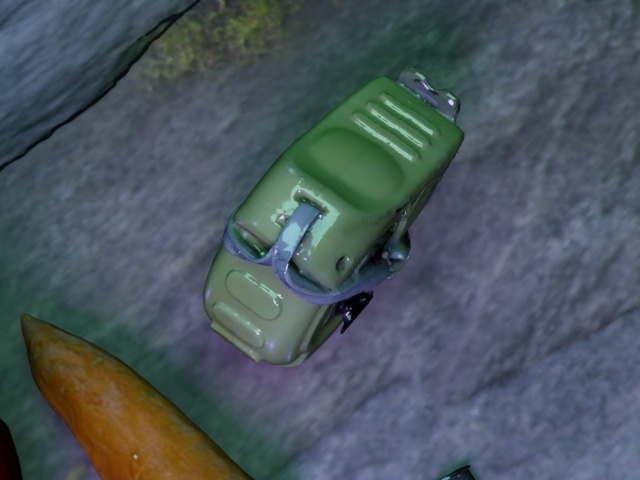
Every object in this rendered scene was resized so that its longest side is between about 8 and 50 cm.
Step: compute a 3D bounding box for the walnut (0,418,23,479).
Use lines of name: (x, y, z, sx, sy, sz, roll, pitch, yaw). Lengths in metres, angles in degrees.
walnut: (-0.270, 0.103, 0.784, 0.244, 0.222, 0.269, -14, 54, -44)

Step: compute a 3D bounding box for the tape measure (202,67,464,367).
tape measure: (0.000, 0.000, 0.865, 0.087, 0.154, 0.177, 38, 39, 10)

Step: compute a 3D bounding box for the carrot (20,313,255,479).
carrot: (-0.106, 0.113, 0.856, 0.072, 0.072, 0.205, -41, 73, -19)

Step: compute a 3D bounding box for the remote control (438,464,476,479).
remote control: (0.096, 0.172, 0.869, 0.034, 0.016, 0.091, -27, 71, -19)
